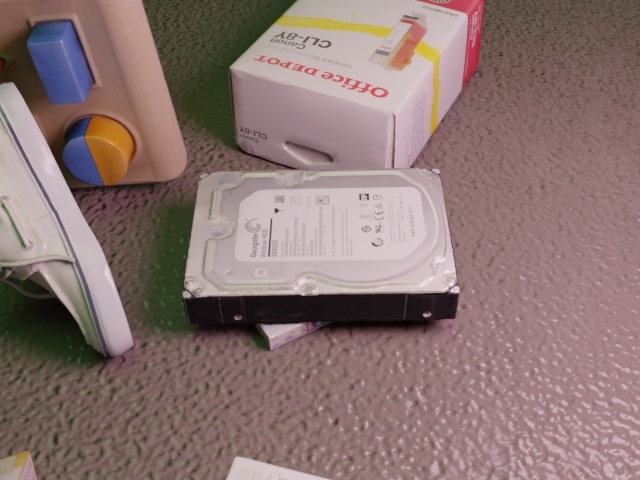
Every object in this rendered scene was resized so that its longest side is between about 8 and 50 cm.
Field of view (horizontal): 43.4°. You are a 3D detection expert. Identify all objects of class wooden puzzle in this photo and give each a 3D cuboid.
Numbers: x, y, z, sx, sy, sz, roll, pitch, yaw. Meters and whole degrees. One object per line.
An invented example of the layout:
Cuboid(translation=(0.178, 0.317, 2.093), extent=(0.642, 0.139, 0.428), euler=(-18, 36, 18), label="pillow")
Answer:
Cuboid(translation=(-0.384, -0.179, 1.087), extent=(0.348, 0.322, 0.080), euler=(-7, 45, 2), label="wooden puzzle")

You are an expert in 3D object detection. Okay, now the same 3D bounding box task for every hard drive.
Cuboid(translation=(0.000, 0.000, 1.061), extent=(0.339, 0.064, 0.236), euler=(-1, 45, 2), label="hard drive")

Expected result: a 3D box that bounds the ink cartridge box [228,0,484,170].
Cuboid(translation=(0.069, -0.279, 1.300), extent=(0.279, 0.160, 0.384), euler=(19, 49, 19), label="ink cartridge box")

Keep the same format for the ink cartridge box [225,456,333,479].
Cuboid(translation=(-0.001, 0.317, 0.769), extent=(0.218, 0.092, 0.158), euler=(10, 47, 14), label="ink cartridge box")

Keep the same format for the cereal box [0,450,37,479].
Cuboid(translation=(-0.369, 0.279, 0.754), extent=(0.173, 0.047, 0.240), euler=(-14, 8, -11), label="cereal box")

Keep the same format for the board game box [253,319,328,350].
Cuboid(translation=(-0.022, 0.070, 1.055), extent=(0.154, 0.026, 0.103), euler=(-23, 50, -20), label="board game box")

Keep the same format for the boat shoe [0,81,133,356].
Cuboid(translation=(-0.366, -0.004, 0.975), extent=(0.157, 0.136, 0.367), euler=(-27, 92, -19), label="boat shoe")
